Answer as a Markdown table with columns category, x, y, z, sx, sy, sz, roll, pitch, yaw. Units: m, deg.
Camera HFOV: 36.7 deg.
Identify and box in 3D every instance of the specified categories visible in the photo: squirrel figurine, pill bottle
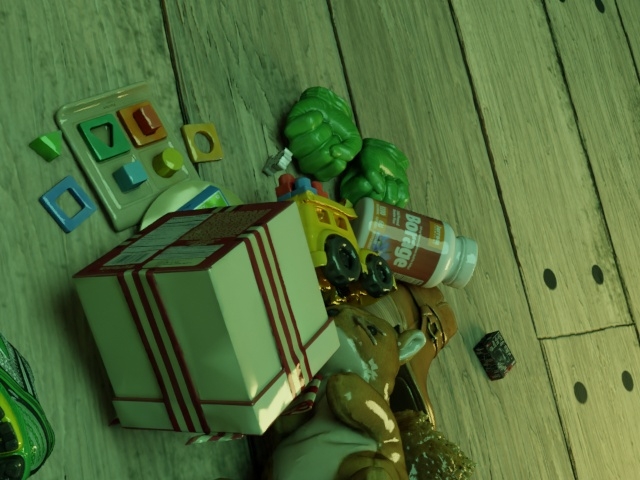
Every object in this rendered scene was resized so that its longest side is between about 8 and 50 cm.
| category | x | y | z | sx | sy | sz | roll | pitch | yaw |
| --- | --- | --- | --- | --- | --- | --- | --- | --- | --- |
| squirrel figurine | 0.057 | 0.301 | 1.445 | 0.397 | 0.281 | 0.370 | 51 | 34 | -35 |
| pill bottle | 0.154 | 0.011 | 1.663 | 0.216 | 0.121 | 0.121 | 17 | 60 | -12 |

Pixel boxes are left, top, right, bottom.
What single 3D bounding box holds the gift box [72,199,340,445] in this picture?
| category | x | y | z | sx | sy | sz | roll | pitch | yaw |
| --- | --- | --- | --- | --- | --- | --- | --- | --- | --- |
| gift box | -0.155 | 0.119 | 1.247 | 0.276 | 0.255 | 0.258 | -40 | 120 | -49 |

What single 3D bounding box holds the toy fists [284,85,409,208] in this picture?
| category | x | y | z | sx | sy | sz | roll | pitch | yaw |
| --- | --- | --- | --- | --- | --- | --- | --- | --- | --- |
| toy fists | 0.053 | -0.145 | 1.699 | 0.279 | 0.096 | 0.142 | 38 | 52 | -28 |

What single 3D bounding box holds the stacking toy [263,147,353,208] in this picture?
| category | x | y | z | sx | sy | sz | roll | pitch | yaw |
| --- | --- | --- | --- | --- | --- | --- | --- | --- | --- |
| stacking toy | -0.042 | -0.025 | 1.590 | 0.167 | 0.052 | 0.221 | 40 | 51 | -25 |

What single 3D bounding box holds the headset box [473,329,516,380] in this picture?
| category | x | y | z | sx | sy | sz | roll | pitch | yaw |
| --- | --- | --- | --- | --- | --- | --- | --- | --- | --- |
| headset box | 0.339 | 0.226 | 1.862 | 0.062 | 0.032 | 0.083 | -37 | 101 | -45 |

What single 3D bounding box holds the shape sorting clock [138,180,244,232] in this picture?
| category | x | y | z | sx | sy | sz | roll | pitch | yaw |
| --- | --- | --- | --- | --- | --- | --- | --- | --- | --- |
| shape sorting clock | -0.179 | 0.013 | 1.440 | 0.206 | 0.040 | 0.206 | 2 | 86 | -38 |

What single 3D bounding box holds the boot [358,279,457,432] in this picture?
| category | x | y | z | sx | sy | sz | roll | pitch | yaw |
| --- | --- | --- | --- | --- | --- | --- | --- | --- | --- |
| boot | 0.167 | 0.202 | 1.673 | 0.220 | 0.109 | 0.283 | -22 | 82 | -50 |

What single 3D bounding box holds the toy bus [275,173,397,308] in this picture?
| category | x | y | z | sx | sy | sz | roll | pitch | yaw |
| --- | --- | --- | --- | --- | --- | --- | --- | --- | --- |
| toy bus | 0.000 | 0.000 | 1.506 | 0.220 | 0.149 | 0.211 | 20 | 53 | -49 |

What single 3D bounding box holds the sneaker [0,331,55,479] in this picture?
| category | x | y | z | sx | sy | sz | roll | pitch | yaw |
| --- | --- | --- | --- | --- | --- | --- | --- | --- | --- |
| sneaker | -0.430 | 0.135 | 1.127 | 0.343 | 0.134 | 0.146 | 63 | 7 | 5 |

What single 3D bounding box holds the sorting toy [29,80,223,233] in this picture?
| category | x | y | z | sx | sy | sz | roll | pitch | yaw |
| --- | --- | --- | --- | --- | --- | --- | --- | --- | --- |
| sorting toy | -0.269 | -0.133 | 1.420 | 0.348 | 0.047 | 0.196 | -30 | 95 | -46 |
